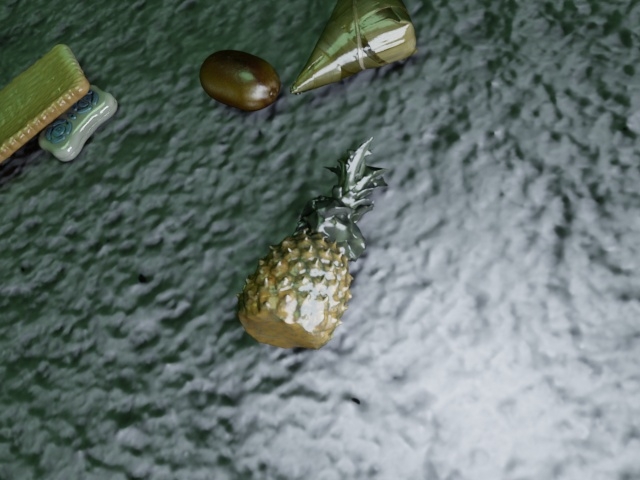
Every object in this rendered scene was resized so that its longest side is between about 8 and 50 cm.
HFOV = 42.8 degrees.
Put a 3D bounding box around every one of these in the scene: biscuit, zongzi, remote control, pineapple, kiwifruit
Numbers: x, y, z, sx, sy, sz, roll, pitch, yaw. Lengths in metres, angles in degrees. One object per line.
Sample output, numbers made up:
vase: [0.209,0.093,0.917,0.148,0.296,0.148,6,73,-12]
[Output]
biscuit: [-0.452,-0.181,1.206,0.250,0.030,0.160,-40,44,0]
zongzi: [0.027,-0.278,1.075,0.176,0.078,0.160,-23,50,11]
remote control: [-0.351,-0.171,1.181,0.074,0.032,0.122,27,73,32]
pineapple: [0.000,0.000,0.904,0.125,0.125,0.251,11,60,26]
kiwifruit: [-0.109,-0.214,1.090,0.124,0.075,0.075,25,72,35]
